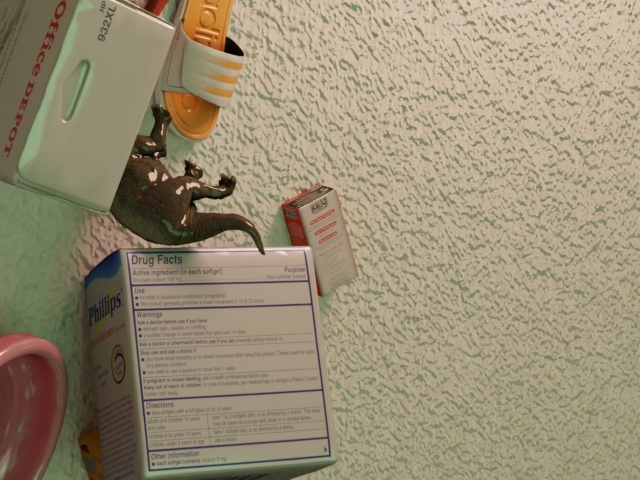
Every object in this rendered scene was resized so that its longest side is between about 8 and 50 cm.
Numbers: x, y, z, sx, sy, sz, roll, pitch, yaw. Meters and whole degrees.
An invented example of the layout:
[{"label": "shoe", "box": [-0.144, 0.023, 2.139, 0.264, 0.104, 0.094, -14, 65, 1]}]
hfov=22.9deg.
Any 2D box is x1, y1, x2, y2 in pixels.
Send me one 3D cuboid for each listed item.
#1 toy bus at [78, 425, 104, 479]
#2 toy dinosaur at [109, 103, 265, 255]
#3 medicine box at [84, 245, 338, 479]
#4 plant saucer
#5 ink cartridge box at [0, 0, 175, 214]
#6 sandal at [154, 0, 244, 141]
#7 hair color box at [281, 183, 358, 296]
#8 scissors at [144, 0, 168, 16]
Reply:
[{"label": "toy bus", "box": [-0.150, 0.253, 2.125, 0.332, 0.108, 0.130, -27, 114, -31]}, {"label": "toy dinosaur", "box": [-0.210, -0.061, 1.957, 0.313, 0.121, 0.160, 45, 59, 0]}, {"label": "medicine box", "box": [-0.140, 0.159, 1.991, 0.263, 0.149, 0.289, 0, 75, -27]}, {"label": "plant saucer", "box": [-0.422, 0.253, 1.848, 0.332, 0.084, 0.332, -55, 160, -31]}, {"label": "ink cartridge box", "box": [-0.322, -0.172, 1.757, 0.129, 0.307, 0.223, 21, 87, -39]}, {"label": "sandal", "box": [-0.143, -0.256, 2.027, 0.102, 0.076, 0.265, 5, 98, -39]}, {"label": "hair color box", "box": [0.000, 0.000, 2.223, 0.072, 0.043, 0.141, -29, 118, -30]}, {"label": "scissors", "box": [-0.222, -0.260, 1.990, 0.021, 0.109, 0.297, 27, 105, 0]}]
